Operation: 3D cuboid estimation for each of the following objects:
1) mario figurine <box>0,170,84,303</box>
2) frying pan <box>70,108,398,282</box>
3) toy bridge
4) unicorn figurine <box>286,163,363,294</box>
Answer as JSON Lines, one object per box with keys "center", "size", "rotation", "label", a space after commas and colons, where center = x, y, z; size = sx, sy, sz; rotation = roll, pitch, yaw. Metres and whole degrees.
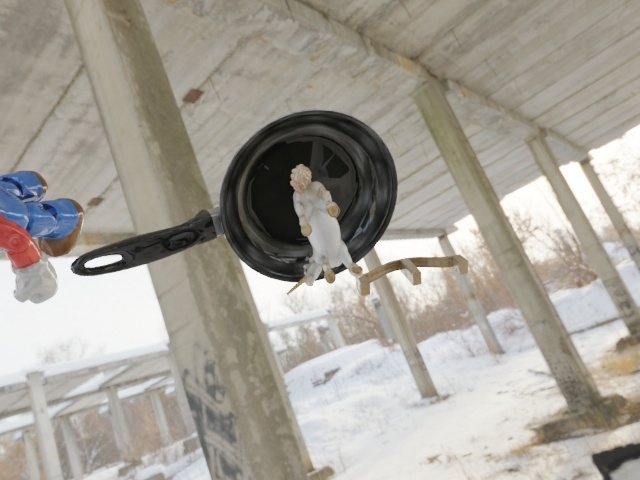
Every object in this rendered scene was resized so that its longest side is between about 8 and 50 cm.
{"center": [-0.411, -0.009, 0.554], "size": [0.198, 0.169, 0.320], "rotation": [2, 4, 4], "label": "mario figurine"}
{"center": [-0.065, -0.009, 0.550], "size": [0.326, 0.053, 0.197], "rotation": [-34, -58, 0], "label": "frying pan"}
{"center": [0.147, 0.049, 0.835], "size": [0.188, 0.026, 0.063], "rotation": [-11, 23, -10], "label": "toy bridge"}
{"center": [0.000, 0.000, 0.499], "size": [0.060, 0.161, 0.111], "rotation": [-6, 20, -11], "label": "unicorn figurine"}
